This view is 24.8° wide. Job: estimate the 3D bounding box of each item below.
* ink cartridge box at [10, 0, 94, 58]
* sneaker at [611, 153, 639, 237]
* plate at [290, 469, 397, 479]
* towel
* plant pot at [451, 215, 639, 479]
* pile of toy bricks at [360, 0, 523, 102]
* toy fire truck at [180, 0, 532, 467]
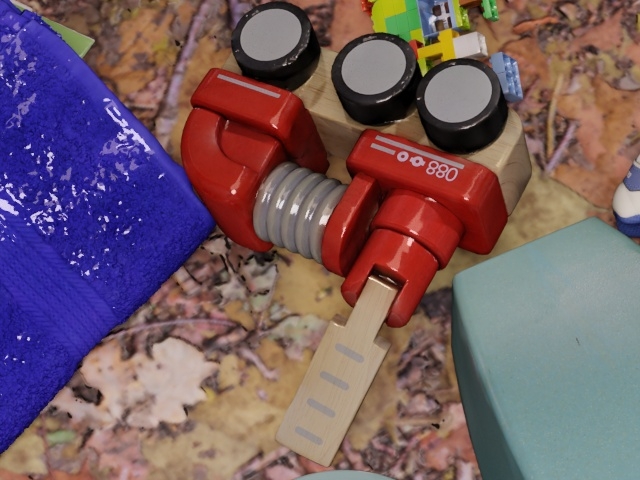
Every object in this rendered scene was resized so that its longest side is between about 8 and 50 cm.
[{"bbox_3d":[-0.279,-0.138,1.094,0.209,0.062,0.109,27,69,14],"label":"ink cartridge box"},{"bbox_3d":[0.330,0.032,0.983,0.131,0.112,0.296,-47,69,0],"label":"sneaker"},{"bbox_3d":[0.015,0.234,0.927,0.188,0.024,0.188,-1,64,3],"label":"plate"},{"bbox_3d":[-0.239,0.010,0.969,0.227,0.076,0.308,45,72,-10],"label":"towel"},{"bbox_3d":[0.179,0.117,0.908,0.166,0.165,0.234,-22,60,-8],"label":"plant pot"},{"bbox_3d":[0.078,-0.183,1.095,0.105,0.118,0.212,-13,79,26],"label":"pile of toy bricks"},{"bbox_3d":[0.000,0.000,0.971,0.217,0.158,0.246,21,69,24],"label":"toy fire truck"}]
